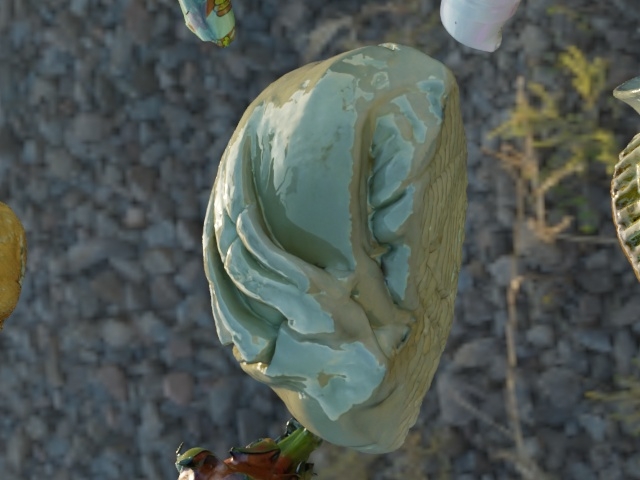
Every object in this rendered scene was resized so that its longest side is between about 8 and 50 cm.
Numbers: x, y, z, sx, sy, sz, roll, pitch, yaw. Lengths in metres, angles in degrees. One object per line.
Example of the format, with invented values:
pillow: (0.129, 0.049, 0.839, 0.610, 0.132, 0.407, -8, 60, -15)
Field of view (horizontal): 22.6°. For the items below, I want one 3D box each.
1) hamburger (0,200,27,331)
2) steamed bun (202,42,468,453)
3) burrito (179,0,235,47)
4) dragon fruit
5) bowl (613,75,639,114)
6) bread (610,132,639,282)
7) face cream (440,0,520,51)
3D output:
hamburger: (-0.318, 0.018, 1.334, 0.083, 0.138, 0.147, -43, 37, 40)
steamed bun: (0.001, -0.003, 1.291, 0.203, 0.276, 0.289, 10, 139, 16)
burrito: (-0.186, -0.364, 1.978, 0.104, 0.054, 0.288, 4, 132, 28)
dragon fruit: (-0.072, 0.229, 1.384, 0.135, 0.137, 0.236, -55, 11, 48)
bowl: (0.393, -0.099, 1.213, 0.313, 0.313, 0.146, -15, 95, 53)
bread: (0.399, -0.030, 1.482, 0.142, 0.253, 0.227, -42, 65, 49)
face cream: (0.196, -0.338, 1.653, 0.102, 0.102, 0.345, 64, 154, 29)
